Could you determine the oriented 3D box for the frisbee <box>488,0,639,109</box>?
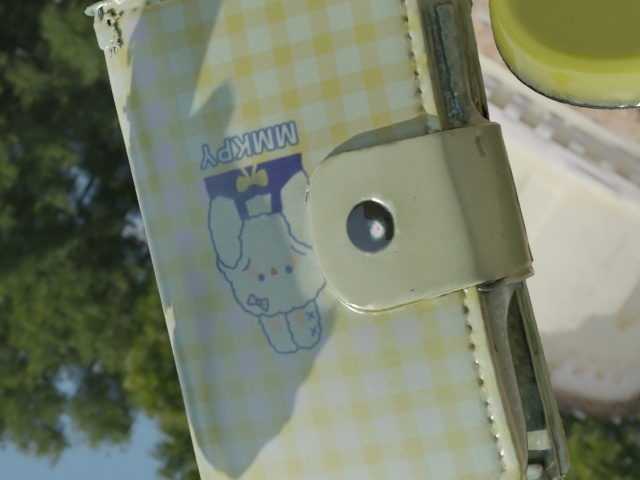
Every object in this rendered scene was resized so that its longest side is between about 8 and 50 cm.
[{"bbox_3d":[0.170,-0.151,0.735,0.017,0.236,0.236,46,-173,-34],"label":"frisbee"}]

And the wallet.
[{"bbox_3d":[0.000,0.000,0.923,0.223,0.309,0.077,-11,-178,29],"label":"wallet"}]
